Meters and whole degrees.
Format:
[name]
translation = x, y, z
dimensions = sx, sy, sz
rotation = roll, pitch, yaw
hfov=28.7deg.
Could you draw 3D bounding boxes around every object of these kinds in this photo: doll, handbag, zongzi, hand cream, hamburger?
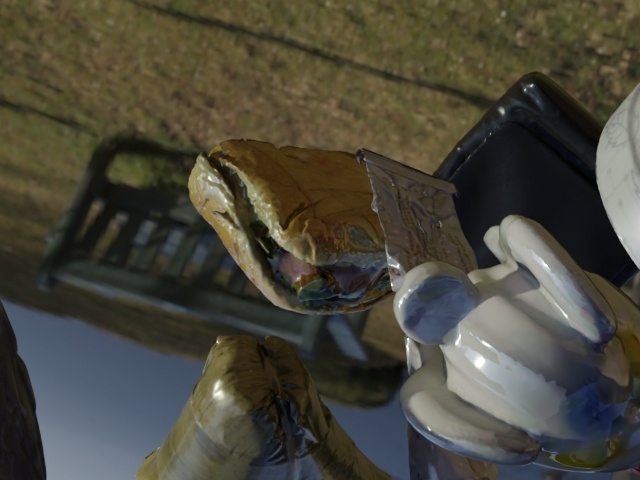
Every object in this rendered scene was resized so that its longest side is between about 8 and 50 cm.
[doll]
translation = 0.190, 0.099, 0.478
dimensions = 0.384, 0.188, 0.099
rotation = 27, -174, -15
[handbag]
translation = 0.252, -0.036, 1.397
dimensions = 0.247, 0.223, 0.080
rotation = 42, -157, 0
[zongzi]
translation = -0.002, 0.113, 0.715
dimensions = 0.176, 0.078, 0.160
rotation = 1, 144, -27
[hand cream]
translation = 0.071, 0.061, 0.777
dimensions = 0.084, 0.257, 0.050
rotation = 13, 150, -31
[hamburger]
translation = 0.001, 0.000, 1.558
dimensions = 0.330, 0.209, 0.162
rotation = 13, 124, -20

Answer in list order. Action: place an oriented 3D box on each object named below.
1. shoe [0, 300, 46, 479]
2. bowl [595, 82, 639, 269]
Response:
[shoe]
translation = -0.174, 0.099, 0.430
dimensions = 0.137, 0.245, 0.095
rotation = -4, 117, -2
[bowl]
translation = 0.366, -0.053, 0.940
dimensions = 0.287, 0.287, 0.144
rotation = 21, 135, -9
